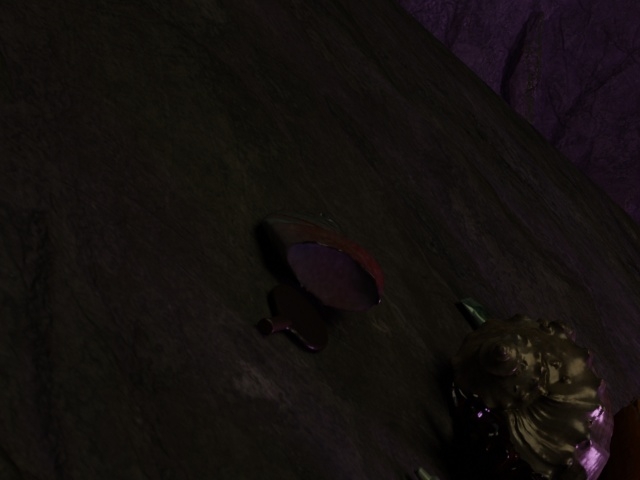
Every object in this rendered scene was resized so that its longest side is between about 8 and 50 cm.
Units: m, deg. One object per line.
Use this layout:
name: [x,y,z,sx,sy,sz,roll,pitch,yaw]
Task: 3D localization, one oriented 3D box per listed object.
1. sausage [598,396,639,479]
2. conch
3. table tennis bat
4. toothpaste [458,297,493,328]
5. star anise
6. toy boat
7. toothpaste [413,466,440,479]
sausage: [0.603,0.438,2.083,0.233,0.233,0.287,46,23,-13]
conch: [0.369,0.268,1.913,0.352,0.210,0.297,33,29,-40]
table tennis bat: [-0.002,0.077,1.609,0.107,0.119,0.170,55,20,10]
toothpaste: [0.352,0.221,2.188,0.296,0.048,0.075,53,21,13]
star anise: [0.245,0.330,1.749,0.272,0.103,0.272,55,-6,9]
toy boat: [0.000,0.000,1.807,0.206,0.096,0.282,30,17,-13]
toothpaste: [0.190,0.380,1.630,0.197,0.029,0.048,51,24,-8]
